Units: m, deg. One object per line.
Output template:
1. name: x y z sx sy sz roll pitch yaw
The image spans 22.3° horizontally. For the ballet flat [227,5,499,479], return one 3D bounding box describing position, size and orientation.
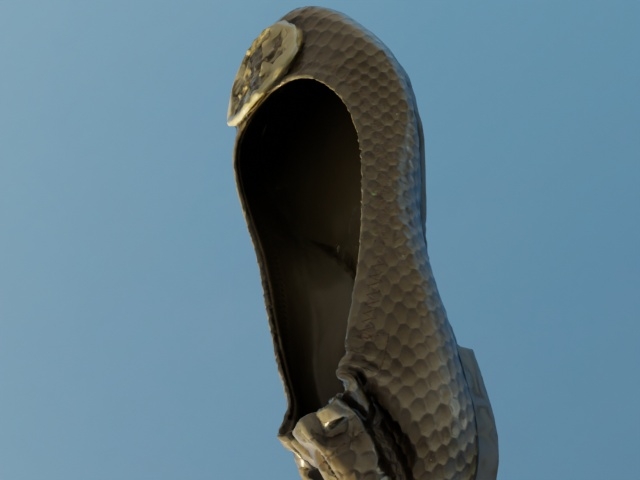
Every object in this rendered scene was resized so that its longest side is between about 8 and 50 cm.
1. ballet flat: 0.000 0.000 0.562 0.084 0.058 0.250 -54 -145 35
